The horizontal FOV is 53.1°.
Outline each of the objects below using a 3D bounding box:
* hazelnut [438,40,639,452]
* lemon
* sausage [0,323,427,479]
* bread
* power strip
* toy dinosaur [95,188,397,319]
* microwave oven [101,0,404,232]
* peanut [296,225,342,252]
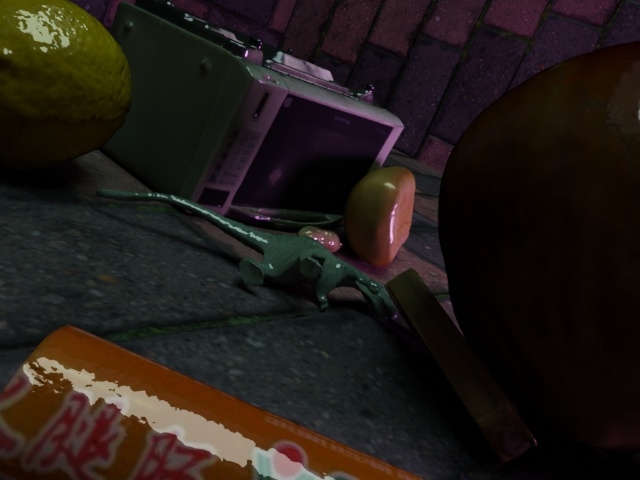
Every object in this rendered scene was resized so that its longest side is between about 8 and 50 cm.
[{"bbox_3d":[0.284,0.021,0.630,0.359,0.409,0.359,-11,35,8],"label":"hazelnut"},{"bbox_3d":[-0.328,-0.183,0.735,0.204,0.204,0.260,27,12,11],"label":"lemon"},{"bbox_3d":[-0.009,0.144,0.325,0.312,0.093,0.093,24,15,-1],"label":"sausage"},{"bbox_3d":[0.092,-0.044,1.022,0.098,0.147,0.217,5,10,16],"label":"bread"},{"bbox_3d":[0.131,0.113,0.670,0.064,0.044,0.305,58,3,-29],"label":"power strip"},{"bbox_3d":[-0.063,0.012,0.715,0.383,0.076,0.129,28,4,-15],"label":"toy dinosaur"},{"bbox_3d":[-0.106,-0.196,1.030,0.333,0.247,0.394,35,19,31],"label":"microwave oven"},{"bbox_3d":[0.000,0.000,0.933,0.083,0.037,0.037,18,16,-38],"label":"peanut"}]
